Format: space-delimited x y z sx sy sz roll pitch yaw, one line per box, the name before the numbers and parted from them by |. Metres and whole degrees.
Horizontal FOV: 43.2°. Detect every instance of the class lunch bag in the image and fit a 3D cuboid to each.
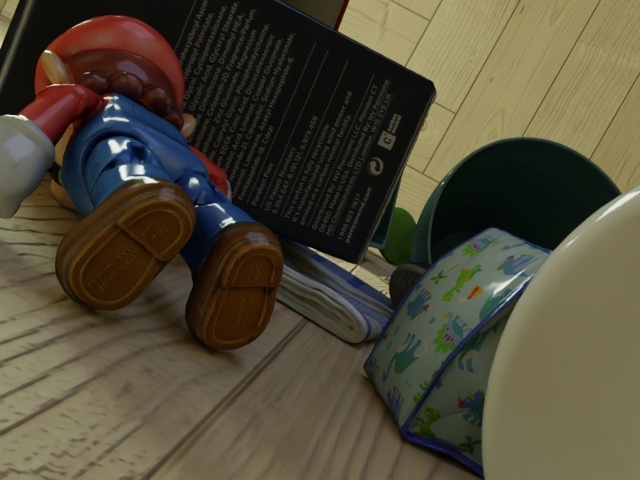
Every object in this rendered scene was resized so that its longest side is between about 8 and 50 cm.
lunch bag | 0.111 0.067 0.572 0.096 0.151 0.129 27 5 -15

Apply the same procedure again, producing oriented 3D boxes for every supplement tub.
supplement tub | 0.270 0.122 0.411 0.331 0.241 0.241 26 6 -35

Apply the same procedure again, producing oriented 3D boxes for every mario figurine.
mario figurine | -0.144 -0.033 0.573 0.320 0.170 0.198 53 -14 52

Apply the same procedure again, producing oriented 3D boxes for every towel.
towel | -0.011 0.036 0.854 0.209 0.034 0.285 31 6 14

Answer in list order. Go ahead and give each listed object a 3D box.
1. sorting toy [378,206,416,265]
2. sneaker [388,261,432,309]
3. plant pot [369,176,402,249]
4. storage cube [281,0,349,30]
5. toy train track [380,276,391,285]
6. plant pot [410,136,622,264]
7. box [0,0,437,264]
sorting toy | 0.115 -0.012 1.770 0.365 0.127 0.126 29 -25 -36
sneaker | 0.183 0.085 0.880 0.222 0.083 0.118 37 39 10
plant pot | 0.004 -0.135 1.491 0.252 0.248 0.247 14 1 18
storage cube | -0.068 -0.354 0.942 0.193 0.184 0.215 23 4 17
toy train track | 0.136 0.078 1.318 0.083 0.014 0.048 31 6 13
plant pot | 0.232 0.035 1.039 0.290 0.290 0.195 28 -18 -10
box | -0.133 -0.163 0.880 0.395 0.212 0.293 21 5 -26
